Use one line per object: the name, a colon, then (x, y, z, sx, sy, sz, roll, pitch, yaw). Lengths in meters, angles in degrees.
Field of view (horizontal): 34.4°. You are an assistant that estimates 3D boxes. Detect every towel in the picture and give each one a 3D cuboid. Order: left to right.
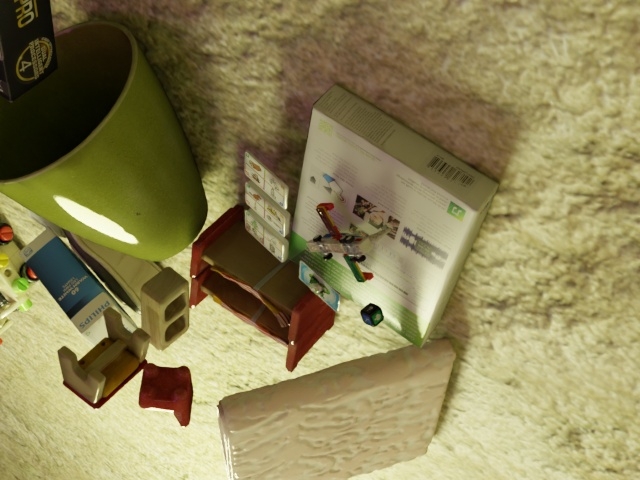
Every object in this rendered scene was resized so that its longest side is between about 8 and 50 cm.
towel: (0.019, 0.269, 1.499, 0.317, 0.332, 0.053, 93, 158, -53)

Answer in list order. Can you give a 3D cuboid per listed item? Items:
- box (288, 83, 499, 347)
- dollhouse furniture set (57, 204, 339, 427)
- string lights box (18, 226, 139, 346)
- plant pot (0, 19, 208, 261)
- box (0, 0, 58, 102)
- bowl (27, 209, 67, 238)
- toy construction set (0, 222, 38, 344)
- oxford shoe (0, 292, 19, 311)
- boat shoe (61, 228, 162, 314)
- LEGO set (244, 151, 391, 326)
box: (0.076, -0.020, 1.302, 0.232, 0.058, 0.322, 34, 146, 14)
dollhouse furniture set: (-0.158, 0.137, 1.453, 0.201, 0.374, 0.152, 33, 143, 19)
string lights box: (-0.417, 0.099, 1.823, 0.259, 0.077, 0.133, 41, 169, 40)
plant pot: (-0.288, -0.106, 1.448, 0.275, 0.275, 0.293, 13, 155, 39)
box: (-0.494, -0.384, 1.216, 0.395, 0.097, 0.318, 33, 148, 17)
bowl: (-0.489, -0.067, 1.881, 0.142, 0.053, 0.142, 31, 146, 22)
toy construction set: (-0.703, 0.076, 2.124, 0.151, 0.215, 0.328, 4, 130, 31)
oxford shoe: (-0.747, 0.065, 2.322, 0.227, 0.083, 0.096, 53, 167, -15)
boat shoe: (-0.381, 0.004, 1.789, 0.095, 0.112, 0.335, 1, 133, 42)
LEGO set: (0.000, 0.000, 1.331, 0.244, 0.060, 0.182, 42, 154, 21)
